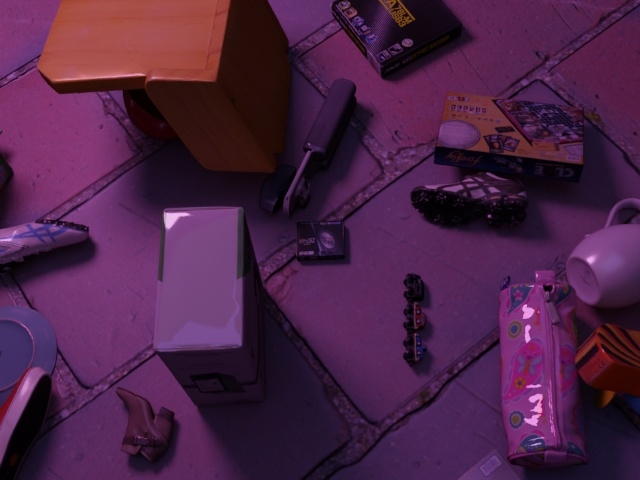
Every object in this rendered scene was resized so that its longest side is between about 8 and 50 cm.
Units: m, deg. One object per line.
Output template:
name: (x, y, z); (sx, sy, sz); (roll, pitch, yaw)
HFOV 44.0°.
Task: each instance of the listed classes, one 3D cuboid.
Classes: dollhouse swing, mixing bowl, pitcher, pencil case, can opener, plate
dollhouse swing: (-0.256, -0.299, 1.392); (0.304, 0.315, 0.347); (-12, 51, 18)
mixing bowl: (-0.285, -0.250, 1.445); (0.181, 0.098, 0.182); (17, 50, -21)
pitcher: (0.485, 0.013, 1.264); (0.207, 0.126, 0.178); (-20, 43, -16)
pencil case: (0.331, 0.194, 1.184); (0.124, 0.124, 0.284); (2, 66, 6)
can opener: (-0.025, -0.170, 1.413); (0.095, 0.076, 0.284); (18, 67, 12)
plate: (-0.534, 0.193, 1.319); (0.188, 0.024, 0.188); (-2, 66, 4)

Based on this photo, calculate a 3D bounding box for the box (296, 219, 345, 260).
box: (0.000, 0.000, 1.361); (0.083, 0.018, 0.067); (-2, 64, 4)

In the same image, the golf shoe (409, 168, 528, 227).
golf shoe: (0.253, -0.076, 1.353); (0.198, 0.077, 0.094); (8, 49, 7)

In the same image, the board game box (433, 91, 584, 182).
board game box: (0.329, -0.183, 1.374); (0.243, 0.042, 0.165); (9, 46, 10)

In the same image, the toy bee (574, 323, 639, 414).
toy bee: (0.484, 0.187, 1.166); (0.195, 0.298, 0.162); (-37, 31, 20)

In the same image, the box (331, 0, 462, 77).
box: (0.146, -0.429, 1.535); (0.184, 0.045, 0.191); (-30, 66, -6)

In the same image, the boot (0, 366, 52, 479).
boot: (-0.541, 0.294, 1.241); (0.176, 0.088, 0.244); (17, 71, 15)

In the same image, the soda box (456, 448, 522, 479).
soda box: (0.161, 0.420, 1.104); (0.286, 0.098, 0.091); (-36, 68, -11)

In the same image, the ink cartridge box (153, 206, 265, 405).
ink cartridge box: (-0.154, 0.108, 1.178); (0.121, 0.289, 0.211); (-3, 65, 1)

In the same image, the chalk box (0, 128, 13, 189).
chalk box: (-0.659, -0.132, 1.424); (0.132, 0.132, 0.213); (19, 68, 13)

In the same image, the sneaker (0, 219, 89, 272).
sneaker: (-0.520, 0.009, 1.382); (0.237, 0.085, 0.086); (-8, 91, -2)

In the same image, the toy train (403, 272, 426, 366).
toy train: (0.153, 0.128, 1.284); (0.036, 0.027, 0.158); (5, 65, -4)

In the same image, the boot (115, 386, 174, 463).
boot: (-0.288, 0.291, 1.240); (0.118, 0.042, 0.087); (21, 71, 15)
